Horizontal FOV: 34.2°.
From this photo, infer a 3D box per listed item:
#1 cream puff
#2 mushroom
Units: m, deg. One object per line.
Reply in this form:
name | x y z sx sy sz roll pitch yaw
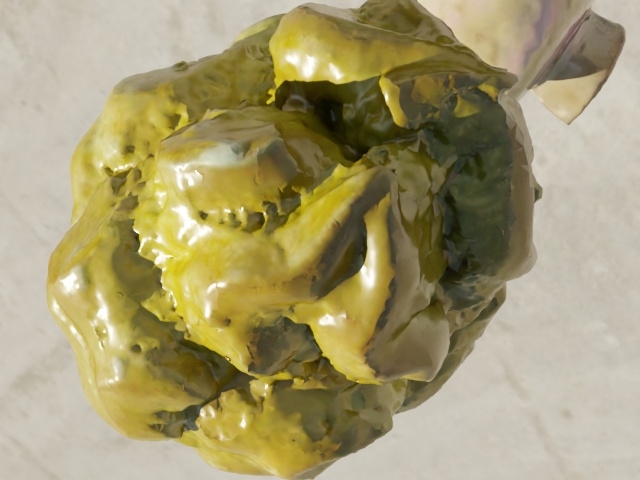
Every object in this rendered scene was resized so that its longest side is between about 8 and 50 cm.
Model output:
cream puff | -0.001 0.001 0.650 0.291 0.324 0.257 65 159 -8
mushroom | 0.171 -0.212 0.899 0.236 0.162 0.173 35 134 -9
